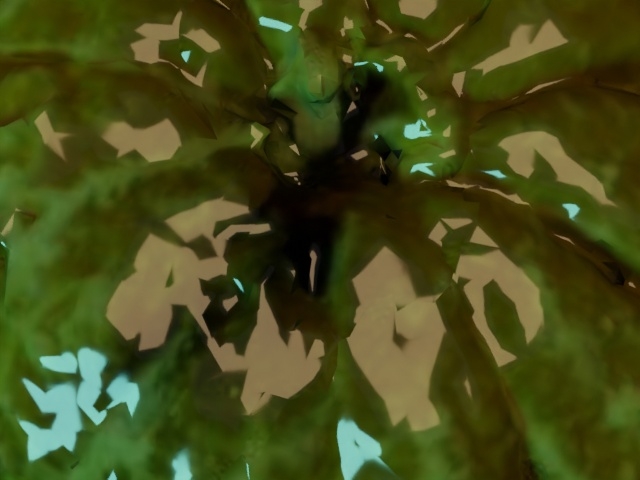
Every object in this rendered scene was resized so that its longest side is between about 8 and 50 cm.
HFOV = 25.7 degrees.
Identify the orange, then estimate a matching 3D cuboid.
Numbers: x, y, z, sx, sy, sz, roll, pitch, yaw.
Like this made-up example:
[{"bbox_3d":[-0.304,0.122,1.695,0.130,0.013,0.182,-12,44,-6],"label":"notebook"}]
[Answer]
[{"bbox_3d":[0.000,0.000,0.452,0.301,0.223,0.300,-37,74,-11],"label":"orange"}]
